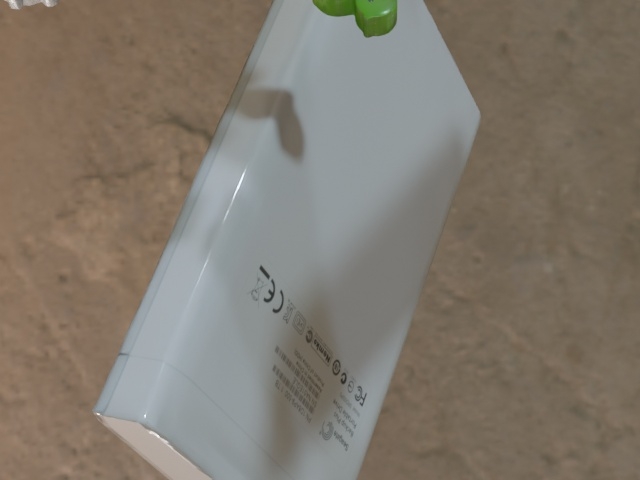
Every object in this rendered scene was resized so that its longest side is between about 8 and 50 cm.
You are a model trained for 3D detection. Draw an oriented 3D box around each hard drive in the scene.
[{"bbox_3d":[0.000,0.000,0.819,0.047,0.233,0.353,6,61,31],"label":"hard drive"}]

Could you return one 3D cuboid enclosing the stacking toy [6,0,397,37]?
[{"bbox_3d":[-0.067,-0.158,0.584,0.221,0.167,0.052,11,64,6],"label":"stacking toy"}]
